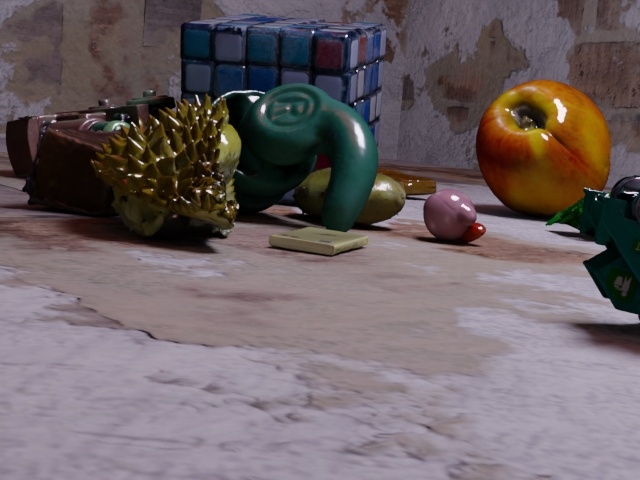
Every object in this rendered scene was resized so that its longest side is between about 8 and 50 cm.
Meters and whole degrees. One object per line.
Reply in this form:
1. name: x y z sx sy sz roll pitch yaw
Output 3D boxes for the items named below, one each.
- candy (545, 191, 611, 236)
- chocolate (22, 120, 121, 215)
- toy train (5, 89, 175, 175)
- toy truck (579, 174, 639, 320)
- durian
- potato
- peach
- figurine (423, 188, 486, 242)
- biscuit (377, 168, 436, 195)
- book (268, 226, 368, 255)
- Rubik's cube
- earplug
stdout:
1. candy: 0.462 -0.036 1.436 0.203 0.078 0.141 9 7 -11
2. chocolate: -0.260 -0.091 1.306 0.112 0.112 0.321 18 10 18
3. toy train: -0.378 -0.173 1.637 0.304 0.150 0.221 1 11 43
4. toy truck: 0.307 0.023 0.734 0.216 0.116 0.110 13 9 3
5. durian: -0.160 -0.071 1.085 0.172 0.166 0.306 -23 14 -8
6. potato: 0.033 -0.065 1.340 0.105 0.085 0.188 3 2 -38
7. peach: 0.410 -0.156 1.727 0.238 0.281 0.281 -40 4 4
8. figurine: 0.168 -0.032 1.222 0.067 0.071 0.083 -44 19 -20
9. biscuit: 0.065 -0.114 1.896 0.278 0.043 0.301 12 13 35
10. book: 0.000 0.001 1.065 0.077 0.014 0.111 10 9 22
11. Rubik's cube: -0.059 -0.231 1.628 0.292 0.286 0.293 7 17 12
12. earplug: -0.050 -0.104 1.295 0.164 0.257 0.280 -38 -2 -38
